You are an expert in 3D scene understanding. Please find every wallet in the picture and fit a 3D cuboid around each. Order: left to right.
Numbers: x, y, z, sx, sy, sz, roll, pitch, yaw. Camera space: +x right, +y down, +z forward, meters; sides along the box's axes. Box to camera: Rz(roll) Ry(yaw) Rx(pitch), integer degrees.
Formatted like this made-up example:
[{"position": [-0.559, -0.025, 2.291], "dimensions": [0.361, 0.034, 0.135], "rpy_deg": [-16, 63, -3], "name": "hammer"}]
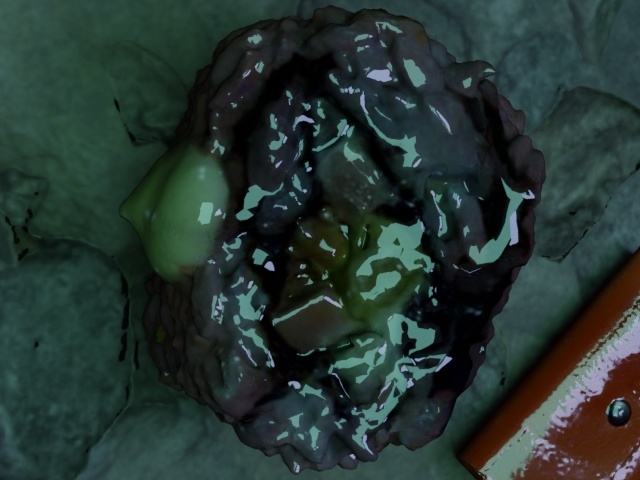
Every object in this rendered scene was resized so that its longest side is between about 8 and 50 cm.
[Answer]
[{"position": [0.209, 0.123, 0.809], "dimensions": [0.142, 0.045, 0.204], "rpy_deg": [45, 82, -14], "name": "wallet"}]

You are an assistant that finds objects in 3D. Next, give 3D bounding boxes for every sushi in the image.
[{"position": [0.000, 0.000, 0.676], "dimensions": [0.237, 0.171, 0.270], "rpy_deg": [16, 95, -17], "name": "sushi"}]
